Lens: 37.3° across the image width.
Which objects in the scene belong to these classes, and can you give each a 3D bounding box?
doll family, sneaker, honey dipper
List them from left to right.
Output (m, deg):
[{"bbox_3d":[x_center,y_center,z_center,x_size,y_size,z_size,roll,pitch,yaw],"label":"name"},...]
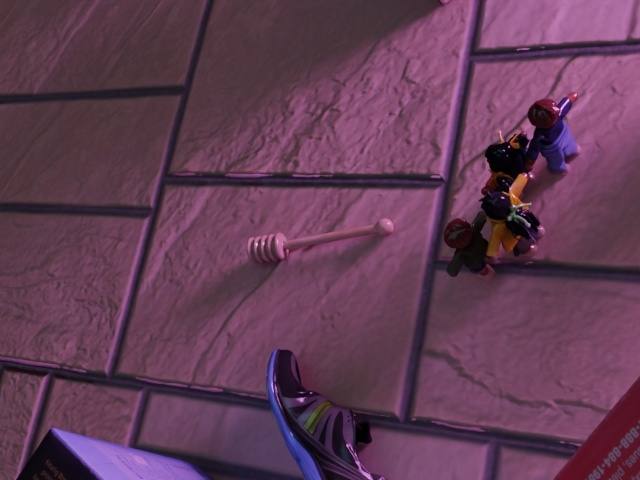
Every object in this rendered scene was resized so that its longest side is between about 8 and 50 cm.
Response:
[{"bbox_3d":[0.000,0.000,0.986,0.160,0.030,0.030,-9,66,23],"label":"honey dipper"},{"bbox_3d":[0.004,0.179,0.896,0.078,0.067,0.188,-28,55,-8],"label":"sneaker"},{"bbox_3d":[0.176,-0.049,0.854,0.076,0.111,0.193,15,78,33],"label":"doll family"}]

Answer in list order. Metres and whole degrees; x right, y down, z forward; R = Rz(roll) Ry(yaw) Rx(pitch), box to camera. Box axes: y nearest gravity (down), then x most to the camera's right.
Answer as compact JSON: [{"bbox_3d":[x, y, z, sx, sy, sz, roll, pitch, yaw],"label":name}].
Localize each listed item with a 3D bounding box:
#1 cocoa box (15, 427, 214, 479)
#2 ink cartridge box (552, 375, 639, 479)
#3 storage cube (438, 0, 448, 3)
[{"bbox_3d":[-0.117,0.353,0.782,0.347,0.231,0.228,31,87,35],"label":"cocoa box"},{"bbox_3d":[0.291,0.289,0.553,0.385,0.160,0.279,54,134,33],"label":"ink cartridge box"},{"bbox_3d":[0.122,-0.400,0.970,0.183,0.215,0.193,-35,63,12],"label":"storage cube"}]
